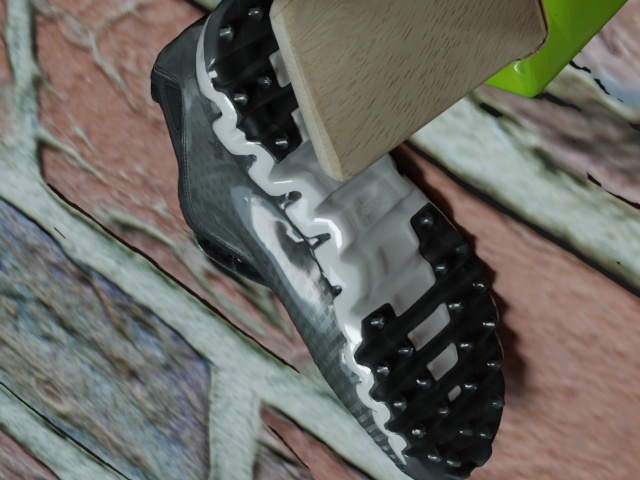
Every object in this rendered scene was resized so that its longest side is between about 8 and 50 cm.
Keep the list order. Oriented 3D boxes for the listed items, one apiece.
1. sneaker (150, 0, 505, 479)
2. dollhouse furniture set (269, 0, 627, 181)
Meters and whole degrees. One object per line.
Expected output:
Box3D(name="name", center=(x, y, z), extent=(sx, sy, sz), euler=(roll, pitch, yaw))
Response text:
Box3D(name="sneaker", center=(0.000, 0.000, 0.836), extent=(0.106, 0.078, 0.234), euler=(-2, 120, 57))
Box3D(name="dollhouse furniture set", center=(-0.071, -0.146, 0.640), extent=(0.301, 0.151, 0.197), euler=(25, 144, 46))
